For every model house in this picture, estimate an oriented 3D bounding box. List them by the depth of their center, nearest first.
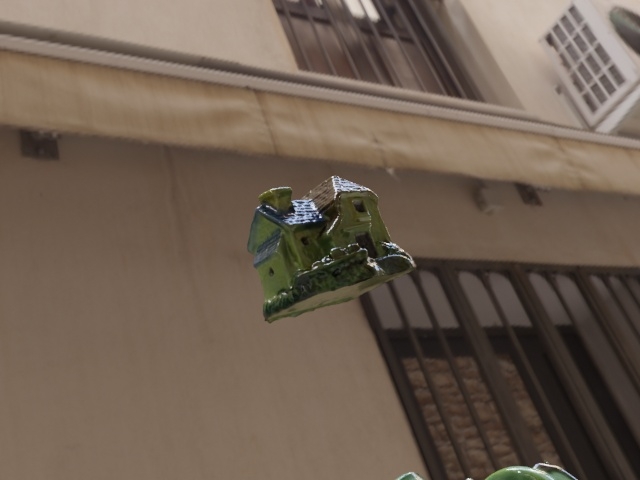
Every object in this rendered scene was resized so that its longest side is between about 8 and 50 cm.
[{"bbox_3d":[0.000,0.000,1.191,0.214,0.189,0.195,-11,-16,-39],"label":"model house"}]

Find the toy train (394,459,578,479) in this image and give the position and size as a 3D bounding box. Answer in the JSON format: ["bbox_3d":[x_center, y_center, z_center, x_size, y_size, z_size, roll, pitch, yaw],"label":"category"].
[{"bbox_3d":[0.134,0.270,0.496,0.159,0.272,0.188,-5,-59,-48],"label":"toy train"}]
